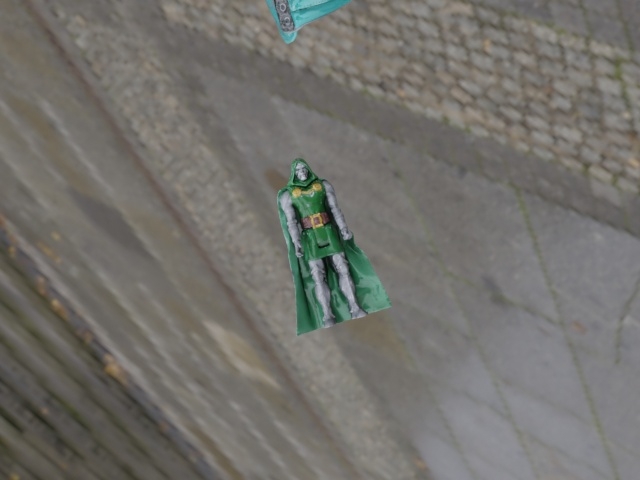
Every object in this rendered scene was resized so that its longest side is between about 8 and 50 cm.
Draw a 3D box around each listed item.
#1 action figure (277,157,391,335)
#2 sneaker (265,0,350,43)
[{"bbox_3d":[0.000,0.000,1.824,0.063,0.137,0.232,158,95,-79],"label":"action figure"},{"bbox_3d":[-0.070,-0.317,1.547,0.296,0.124,0.178,-1,117,13],"label":"sneaker"}]
